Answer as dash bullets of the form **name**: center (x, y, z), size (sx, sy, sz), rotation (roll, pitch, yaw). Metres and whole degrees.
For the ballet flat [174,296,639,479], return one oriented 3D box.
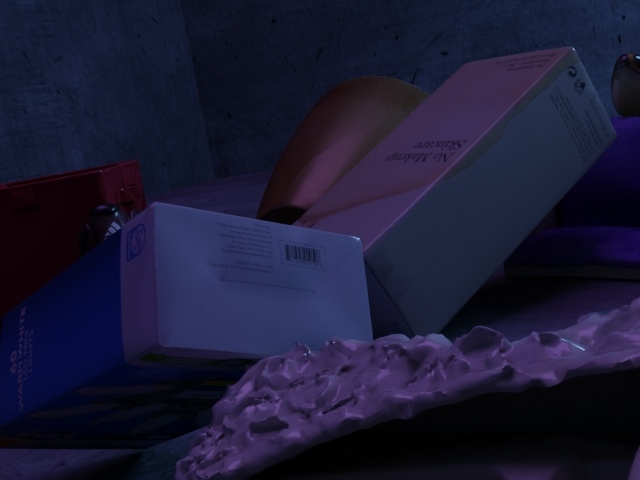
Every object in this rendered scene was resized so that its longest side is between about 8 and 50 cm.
- **ballet flat**: center (0.097, 0.098, 0.348), size (0.408, 0.147, 0.147), rotation (-15, 4, 37)

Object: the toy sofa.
- **toy sofa**: center (0.344, -0.051, 0.965), size (0.177, 0.150, 0.362), rotation (-15, 9, -35)

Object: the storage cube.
- **storage cube**: center (-0.314, 0.015, 1.211), size (0.214, 0.193, 0.184), rotation (-9, 8, 4)

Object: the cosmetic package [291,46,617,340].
- **cosmetic package**: center (0.120, -0.047, 0.933), size (0.309, 0.113, 0.160), rotation (-43, 24, -25)

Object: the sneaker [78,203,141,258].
- **sneaker**: center (-0.185, 0.048, 0.909), size (0.106, 0.163, 0.281), rotation (-13, 8, -17)

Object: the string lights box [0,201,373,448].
- **string lights box**: center (-0.102, 0.065, 0.586), size (0.133, 0.077, 0.259), rotation (9, -25, -36)

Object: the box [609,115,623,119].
- **box**: center (0.345, -0.100, 1.425), size (0.242, 0.117, 0.213), rotation (-8, 8, 15)

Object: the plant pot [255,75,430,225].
- **plant pot**: center (0.028, -0.041, 1.159), size (0.237, 0.237, 0.254), rotation (-6, 24, 32)

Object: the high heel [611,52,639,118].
- **high heel**: center (0.404, -0.219, 1.108), size (0.093, 0.186, 0.261), rotation (8, -7, 43)
